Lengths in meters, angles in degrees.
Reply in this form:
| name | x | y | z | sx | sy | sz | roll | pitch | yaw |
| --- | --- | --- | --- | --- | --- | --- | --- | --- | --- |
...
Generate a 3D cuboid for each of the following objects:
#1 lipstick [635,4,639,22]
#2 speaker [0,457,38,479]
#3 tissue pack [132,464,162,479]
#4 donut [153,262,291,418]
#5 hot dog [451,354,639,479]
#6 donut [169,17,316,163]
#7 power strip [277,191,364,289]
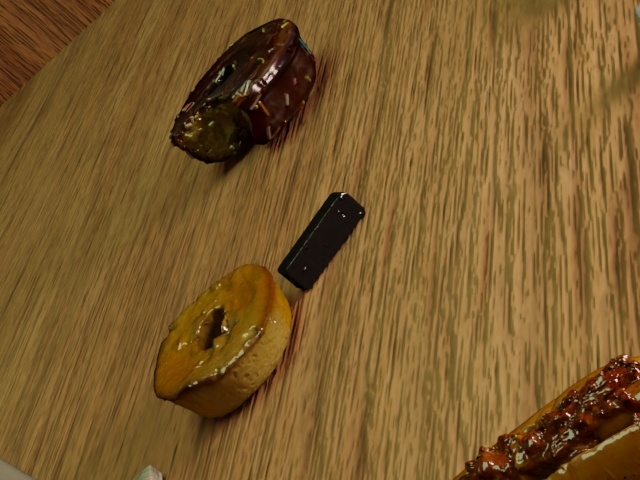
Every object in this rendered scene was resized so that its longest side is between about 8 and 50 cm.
| name | x | y | z | sx | sy | sz | roll | pitch | yaw |
| --- | --- | --- | --- | --- | --- | --- | --- | --- | --- |
| lipstick | 0.344 | -0.227 | 1.193 | 0.158 | 0.048 | 0.048 | -38 | 25 | 26 |
| speaker | -0.408 | 0.363 | 1.445 | 0.406 | 0.184 | 0.183 | -30 | 28 | 39 |
| tissue pack | -0.177 | 0.270 | 1.381 | 0.056 | 0.023 | 0.108 | -45 | 23 | 8 |
| donut | -0.094 | 0.107 | 1.445 | 0.162 | 0.065 | 0.178 | -27 | 29 | 33 |
| hot dog | 0.147 | 0.148 | 0.911 | 0.249 | 0.076 | 0.102 | -39 | 21 | 24 |
| donut | -0.097 | -0.196 | 1.897 | 0.230 | 0.096 | 0.216 | -33 | 25 | 35 |
| power strip | 0.000 | 0.000 | 1.475 | 0.111 | 0.038 | 0.029 | -54 | 21 | -14 |
